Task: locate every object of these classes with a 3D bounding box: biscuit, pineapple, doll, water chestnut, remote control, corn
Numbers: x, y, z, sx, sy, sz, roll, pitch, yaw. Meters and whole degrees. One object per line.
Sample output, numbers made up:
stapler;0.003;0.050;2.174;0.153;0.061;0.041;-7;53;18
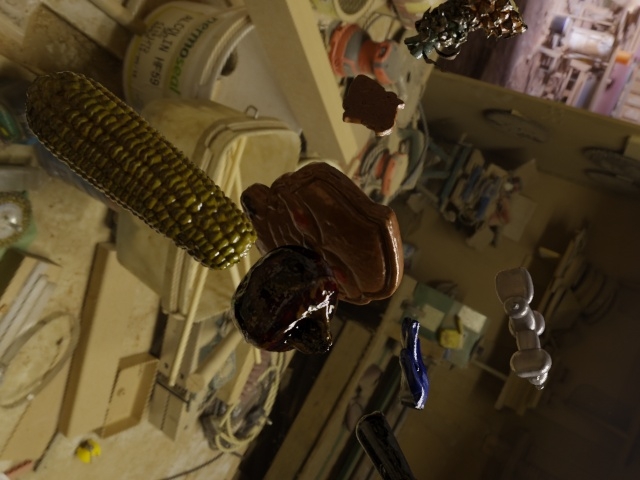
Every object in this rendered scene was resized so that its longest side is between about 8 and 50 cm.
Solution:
biscuit;0.140;-0.380;1.582;0.183;0.280;0.043;-9;136;-9
pineapple;0.349;-0.565;1.448;0.271;0.262;0.262;-30;172;30
doll;0.314;0.141;0.865;0.161;0.059;0.160;65;25;-25
water chestnut;-0.060;0.133;1.099;0.223;0.238;0.224;-31;155;-16
biscuit;-0.001;0.001;1.274;0.078;0.455;0.350;-47;111;-34
remote control;0.146;0.479;1.190;0.066;0.266;0.090;-10;127;-16
corn;-0.240;-0.092;0.771;0.120;0.363;0.120;-48;-169;12

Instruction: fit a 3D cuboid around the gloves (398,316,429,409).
gloves;0.088;0.115;0.537;0.064;0.026;0.086;58;33;-60
